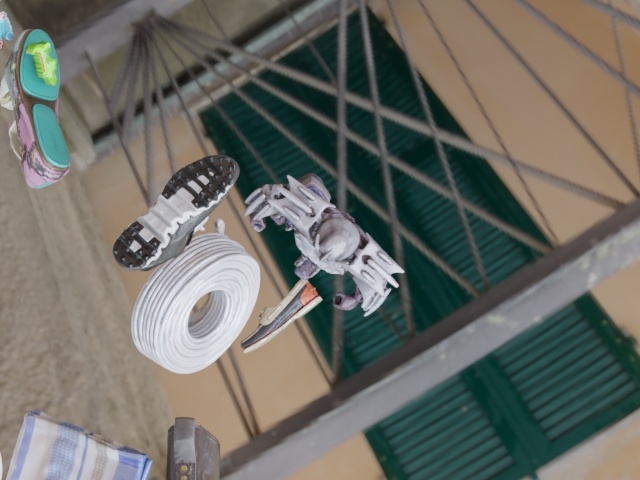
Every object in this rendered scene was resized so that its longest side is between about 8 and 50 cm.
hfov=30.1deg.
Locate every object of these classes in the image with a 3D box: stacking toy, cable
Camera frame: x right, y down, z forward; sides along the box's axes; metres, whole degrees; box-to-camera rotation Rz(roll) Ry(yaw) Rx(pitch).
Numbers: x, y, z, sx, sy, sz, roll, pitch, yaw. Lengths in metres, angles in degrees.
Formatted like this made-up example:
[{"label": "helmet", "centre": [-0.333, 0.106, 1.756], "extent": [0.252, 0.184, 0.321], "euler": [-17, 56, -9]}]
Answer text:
[{"label": "stacking toy", "centre": [-0.427, -0.298, 1.497], "extent": [0.052, 0.167, 0.221], "euler": [-38, 126, -33]}, {"label": "cable", "centre": [-0.213, 0.112, 2.085], "extent": [0.257, 0.089, 0.257], "euler": [-47, 147, -17]}]

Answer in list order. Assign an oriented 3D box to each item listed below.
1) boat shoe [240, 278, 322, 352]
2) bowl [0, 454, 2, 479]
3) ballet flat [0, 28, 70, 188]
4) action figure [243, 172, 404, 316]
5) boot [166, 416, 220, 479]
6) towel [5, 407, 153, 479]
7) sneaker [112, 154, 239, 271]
[{"label": "boat shoe", "centre": [-0.062, 0.108, 1.694], "extent": [0.137, 0.043, 0.049], "euler": [-38, 174, 1]}, {"label": "bowl", "centre": [-0.573, 0.345, 1.776], "extent": [0.156, 0.289, 0.289], "euler": [-2, 140, 18]}, {"label": "ballet flat", "centre": [-0.371, -0.165, 1.516], "extent": [0.079, 0.221, 0.077], "euler": [-28, 154, 30]}, {"label": "action figure", "centre": [0.000, 0.000, 1.322], "extent": [0.099, 0.285, 0.185], "euler": [-39, 98, 0]}, {"label": "boot", "centre": [-0.117, 0.306, 1.150], "extent": [0.091, 0.229, 0.263], "euler": [0, 151, -4]}, {"label": "towel", "centre": [-0.426, 0.422, 2.026], "extent": [0.034, 0.285, 0.209], "euler": [25, 80, -59]}, {"label": "sneaker", "centre": [-0.215, -0.038, 1.810], "extent": [0.234, 0.078, 0.106], "euler": [-45, 168, -8]}]
